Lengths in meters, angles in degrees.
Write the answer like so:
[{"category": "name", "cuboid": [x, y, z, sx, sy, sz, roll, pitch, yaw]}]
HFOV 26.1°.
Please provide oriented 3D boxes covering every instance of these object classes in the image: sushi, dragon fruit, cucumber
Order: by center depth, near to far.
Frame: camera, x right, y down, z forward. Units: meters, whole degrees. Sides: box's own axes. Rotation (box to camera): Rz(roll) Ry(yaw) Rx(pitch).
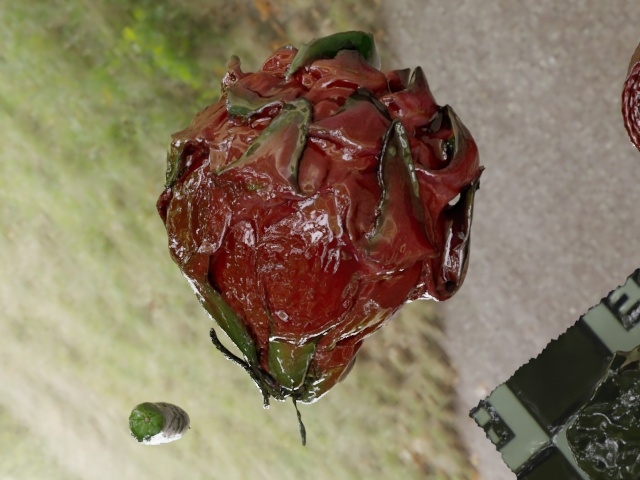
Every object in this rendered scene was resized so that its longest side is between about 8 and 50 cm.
[{"category": "sushi", "cuboid": [0.292, 0.186, 0.977, 0.373, 0.296, 0.100, 55, -155, 21]}, {"category": "dragon fruit", "cuboid": [0.000, 0.000, 0.986, 0.234, 0.234, 0.293, -137, 43, -79]}, {"category": "cucumber", "cuboid": [-0.133, 0.151, 1.137, 0.037, 0.037, 0.155, 50, 180, 10]}]

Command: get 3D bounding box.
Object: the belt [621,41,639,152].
[{"category": "belt", "cuboid": [0.320, -0.134, 1.016, 0.128, 0.201, 0.124, 59, -157, -9]}]
